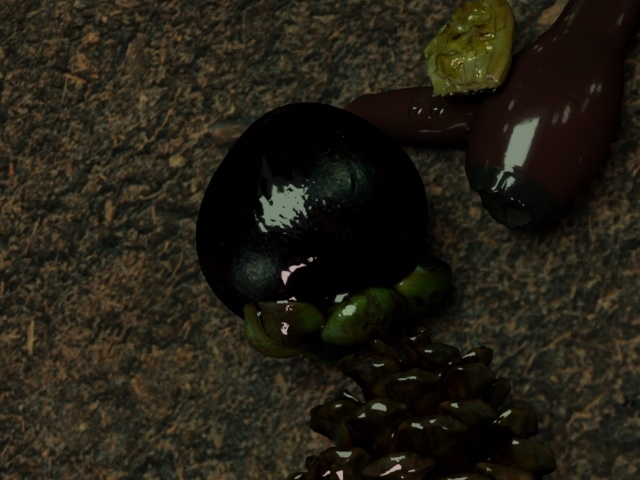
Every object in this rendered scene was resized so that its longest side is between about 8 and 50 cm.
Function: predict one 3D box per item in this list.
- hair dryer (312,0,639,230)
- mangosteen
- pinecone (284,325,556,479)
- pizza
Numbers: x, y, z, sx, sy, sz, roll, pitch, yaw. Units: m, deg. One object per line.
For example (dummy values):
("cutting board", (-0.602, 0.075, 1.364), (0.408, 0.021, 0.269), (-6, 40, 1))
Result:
("hair dryer", (0.145, -0.161, 1.419), (0.340, 0.123, 0.313), (5, 60, 39))
("mangosteen", (0.000, 0.000, 1.342), (0.243, 0.243, 0.243), (-10, 65, 22))
("pinecone", (0.083, 0.214, 1.208), (0.244, 0.244, 0.309), (-16, 42, 19))
("pizza", (0.137, -0.182, 1.346), (0.099, 0.036, 0.160), (-26, 30, 22))
